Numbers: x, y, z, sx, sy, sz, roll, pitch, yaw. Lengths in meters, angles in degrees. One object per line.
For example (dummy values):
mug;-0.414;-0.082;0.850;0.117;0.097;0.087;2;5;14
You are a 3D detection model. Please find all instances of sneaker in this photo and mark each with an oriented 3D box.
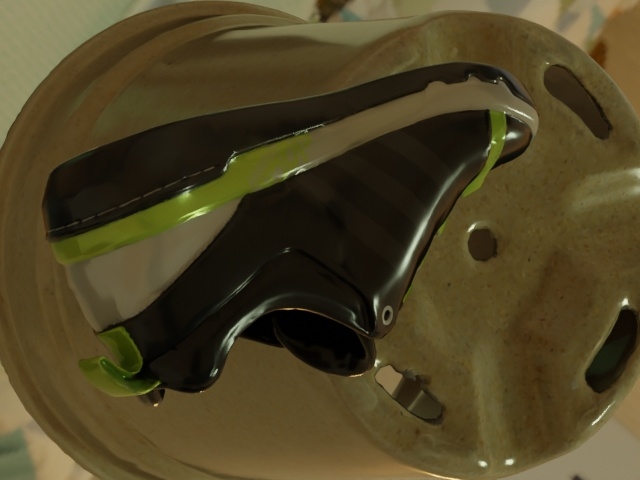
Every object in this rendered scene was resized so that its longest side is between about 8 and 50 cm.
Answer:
sneaker;0.000;0.000;0.494;0.234;0.097;0.084;-18;180;-44

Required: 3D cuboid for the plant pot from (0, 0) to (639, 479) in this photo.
plant pot;0.011;0.006;0.770;0.334;0.334;0.305;-44;-162;-22
